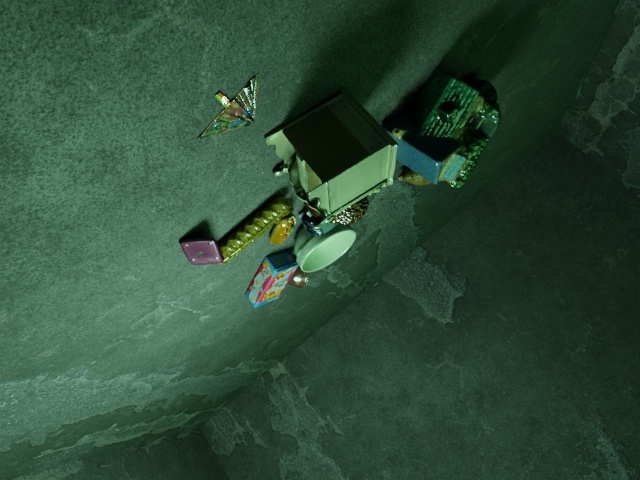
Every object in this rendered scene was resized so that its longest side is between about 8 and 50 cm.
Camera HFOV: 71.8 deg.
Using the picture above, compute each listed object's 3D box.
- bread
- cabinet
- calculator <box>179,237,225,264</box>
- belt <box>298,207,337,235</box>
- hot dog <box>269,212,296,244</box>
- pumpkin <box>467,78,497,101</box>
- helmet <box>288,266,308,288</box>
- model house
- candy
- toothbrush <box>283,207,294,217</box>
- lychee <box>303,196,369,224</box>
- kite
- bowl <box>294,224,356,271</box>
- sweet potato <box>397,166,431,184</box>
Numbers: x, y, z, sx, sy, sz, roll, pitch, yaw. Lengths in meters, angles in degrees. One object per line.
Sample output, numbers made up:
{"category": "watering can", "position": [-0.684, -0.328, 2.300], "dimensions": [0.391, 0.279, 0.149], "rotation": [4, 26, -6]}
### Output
{"category": "bread", "position": [-0.263, -0.037, 1.693], "dimensions": [0.368, 0.084, 0.077], "rotation": [-38, -157, 2]}
{"category": "cabinet", "position": [0.033, -0.258, 1.435], "dimensions": [0.318, 0.289, 0.227], "rotation": [-32, 156, -11]}
{"category": "calculator", "position": [-0.422, 0.046, 1.584], "dimensions": [0.127, 0.034, 0.190], "rotation": [-3, 153, -1]}
{"category": "belt", "position": [0.020, -0.129, 1.899], "dimensions": [0.218, 0.122, 0.128], "rotation": [-37, 133, -10]}
{"category": "hot dog", "position": [-0.153, -0.045, 1.823], "dimensions": [0.092, 0.062, 0.235], "rotation": [-28, 168, -25]}
{"category": "pumpkin", "position": [0.667, -0.594, 1.951], "dimensions": [0.233, 0.163, 0.233], "rotation": [-51, 172, -10]}
{"category": "helmet", "position": [-0.129, 0.155, 2.234], "dimensions": [0.106, 0.155, 0.175], "rotation": [9, 124, -28]}
{"category": "model house", "position": [0.475, -0.441, 1.755], "dimensions": [0.343, 0.335, 0.381], "rotation": [-10, 135, -54]}
{"category": "candy", "position": [-0.238, 0.188, 2.157], "dimensions": [0.157, 0.100, 0.305], "rotation": [-19, 150, -44]}
{"category": "toothbrush", "position": [-0.240, -0.043, 1.787], "dimensions": [0.321, 0.023, 0.031], "rotation": [-35, 166, -8]}
{"category": "lychee", "position": [0.061, -0.178, 1.713], "dimensions": [0.235, 0.272, 0.235], "rotation": [-57, -165, 23]}
{"category": "kite", "position": [-0.236, -0.344, 1.201], "dimensions": [0.241, 0.014, 0.183], "rotation": [-40, 158, 7]}
{"category": "bowl", "position": [0.000, 0.000, 2.073], "dimensions": [0.307, 0.163, 0.307], "rotation": [-33, 159, -15]}
{"category": "sweet potato", "position": [0.521, -0.342, 2.285], "dimensions": [0.337, 0.131, 0.131], "rotation": [-25, 155, -34]}
